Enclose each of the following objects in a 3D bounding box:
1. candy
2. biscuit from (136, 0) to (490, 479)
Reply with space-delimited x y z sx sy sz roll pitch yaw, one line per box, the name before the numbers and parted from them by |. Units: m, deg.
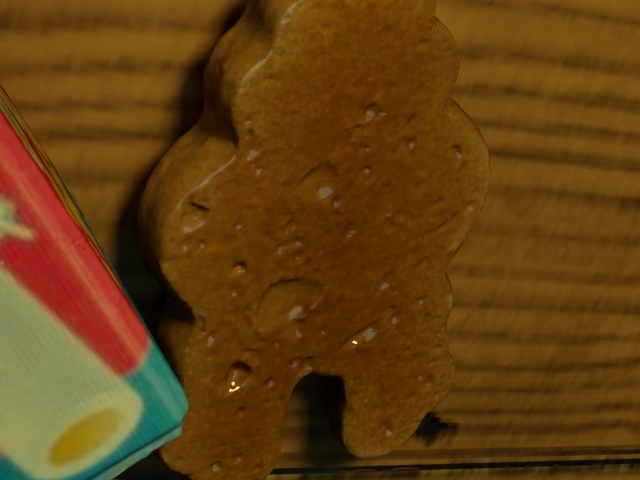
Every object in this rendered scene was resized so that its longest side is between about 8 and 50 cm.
candy | -0.165 -0.046 0.524 0.100 0.157 0.306 -33 134 -5
biscuit | -0.002 -0.002 0.735 0.186 0.044 0.295 -12 129 -28
